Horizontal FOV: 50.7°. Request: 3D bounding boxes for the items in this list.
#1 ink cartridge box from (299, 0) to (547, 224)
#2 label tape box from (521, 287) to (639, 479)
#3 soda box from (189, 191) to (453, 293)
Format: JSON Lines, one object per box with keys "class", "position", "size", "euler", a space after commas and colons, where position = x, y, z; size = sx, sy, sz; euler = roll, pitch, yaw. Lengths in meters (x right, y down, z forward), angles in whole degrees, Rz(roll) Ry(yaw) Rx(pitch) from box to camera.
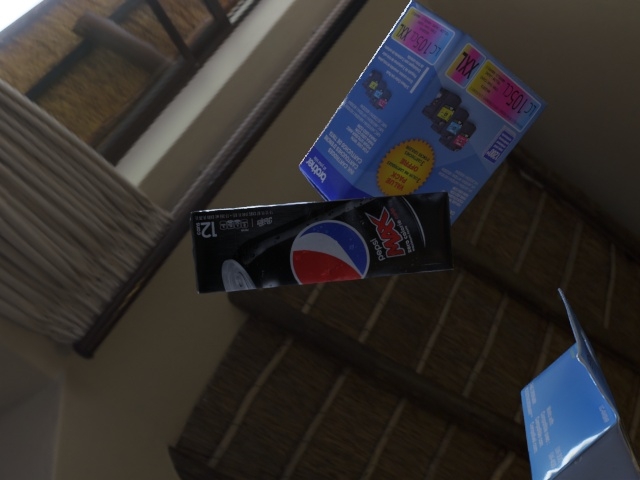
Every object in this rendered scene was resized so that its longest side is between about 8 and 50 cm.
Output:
{"class": "ink cartridge box", "position": [0.155, -0.152, 1.151], "size": [0.395, 0.270, 0.151], "euler": [-53, -136, 17]}
{"class": "label tape box", "position": [0.300, 0.256, 0.756], "size": [0.115, 0.348, 0.249], "euler": [-24, -176, 17]}
{"class": "soda box", "position": [0.000, 0.000, 0.455], "size": [0.169, 0.053, 0.060], "euler": [-5, -177, -7]}
